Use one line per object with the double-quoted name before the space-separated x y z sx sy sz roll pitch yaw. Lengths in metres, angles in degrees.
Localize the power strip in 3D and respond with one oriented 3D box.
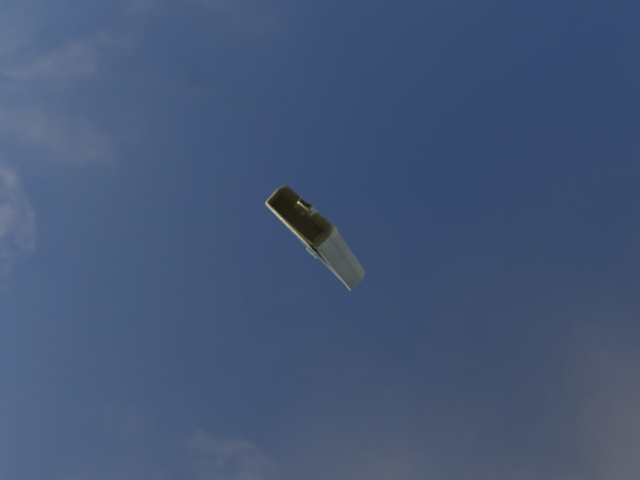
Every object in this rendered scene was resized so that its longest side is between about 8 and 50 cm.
"power strip" 0.000 0.000 0.792 0.081 0.192 0.035 42 -93 22
